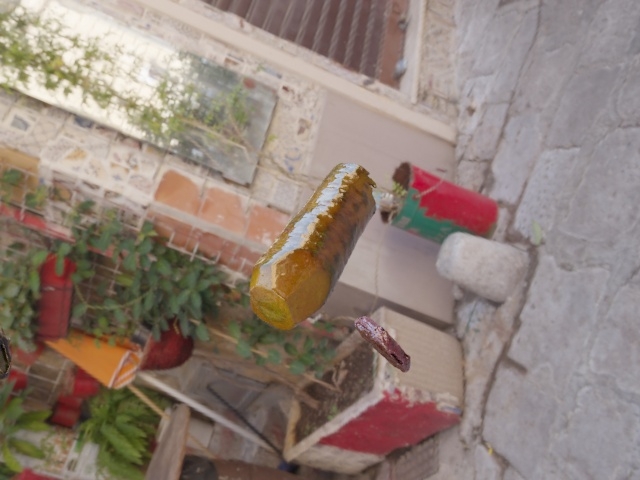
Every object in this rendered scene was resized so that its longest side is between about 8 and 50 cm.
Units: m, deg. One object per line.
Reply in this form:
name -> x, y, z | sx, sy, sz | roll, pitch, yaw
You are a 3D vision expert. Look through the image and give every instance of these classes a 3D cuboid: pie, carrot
pie -> 0.128, 0.207, 1.269 | 0.038, 0.153, 0.153 | -46, 10, -9
carrot -> 0.000, 0.000, 0.939 | 0.301, 0.114, 0.114 | -55, 2, -40

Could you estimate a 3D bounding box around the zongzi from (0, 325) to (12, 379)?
zongzi -> -0.765, 0.162, 1.209 | 0.134, 0.286, 0.288 | 18, 118, 61
